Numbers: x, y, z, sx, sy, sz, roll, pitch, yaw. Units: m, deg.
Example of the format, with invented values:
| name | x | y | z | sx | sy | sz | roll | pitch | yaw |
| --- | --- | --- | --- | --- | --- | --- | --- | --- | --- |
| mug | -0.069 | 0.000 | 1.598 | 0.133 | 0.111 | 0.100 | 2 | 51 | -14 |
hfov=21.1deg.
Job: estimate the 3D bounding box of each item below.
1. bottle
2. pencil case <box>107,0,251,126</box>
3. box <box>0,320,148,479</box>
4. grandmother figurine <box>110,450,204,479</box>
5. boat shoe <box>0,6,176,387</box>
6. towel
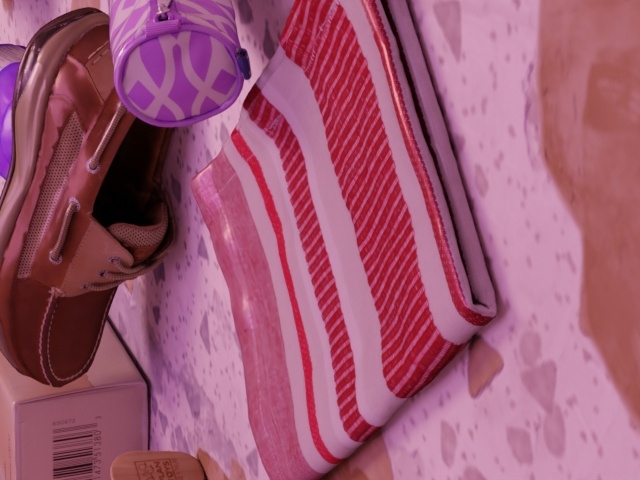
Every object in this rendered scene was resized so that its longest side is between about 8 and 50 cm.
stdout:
| name | x | y | z | sx | sy | sz | roll | pitch | yaw |
| --- | --- | --- | --- | --- | --- | --- | --- | --- | --- |
| bottle | -0.262 | -0.108 | 1.565 | 0.283 | 0.092 | 0.118 | -149 | 56 | -63 |
| pencil case | -0.101 | -0.161 | 1.112 | 0.206 | 0.086 | 0.088 | -105 | -8 | -48 |
| box | -0.264 | 0.126 | 1.606 | 0.311 | 0.121 | 0.148 | -135 | 42 | -56 |
| grandmother figurine | -0.155 | 0.327 | 1.437 | 0.208 | 0.104 | 0.342 | -109 | 26 | -48 |
| boat shoe | -0.180 | -0.016 | 1.342 | 0.120 | 0.122 | 0.324 | 26 | 125 | 23 |
| towel | 0.000 | 0.000 | 1.028 | 0.329 | 0.037 | 0.237 | 127 | 131 | -60 |
